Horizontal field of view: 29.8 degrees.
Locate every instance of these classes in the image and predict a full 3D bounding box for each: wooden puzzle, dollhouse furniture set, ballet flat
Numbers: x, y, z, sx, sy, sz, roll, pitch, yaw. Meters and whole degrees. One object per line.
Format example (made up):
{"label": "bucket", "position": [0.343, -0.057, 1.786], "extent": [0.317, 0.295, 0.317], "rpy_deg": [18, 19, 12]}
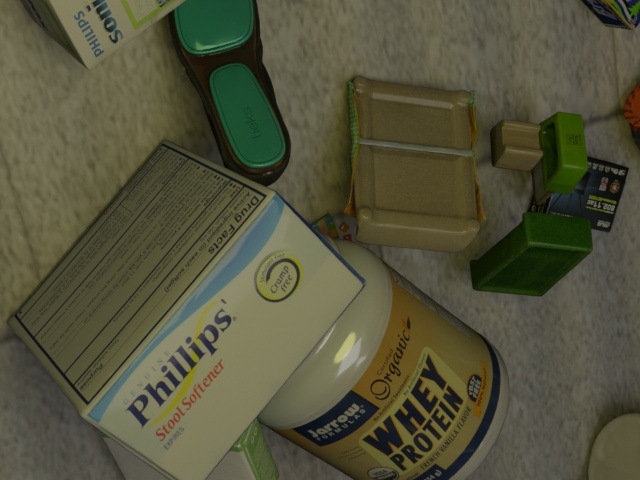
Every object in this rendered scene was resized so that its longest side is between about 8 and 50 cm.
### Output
{"label": "wooden puzzle", "position": [0.000, 0.000, 1.435], "extent": [0.083, 0.006, 0.049], "rpy_deg": [-32, 117, -17]}
{"label": "dollhouse furniture set", "position": [0.155, -0.061, 1.449], "extent": [0.302, 0.151, 0.197], "rpy_deg": [6, 66, -16]}
{"label": "ballet flat", "position": [-0.103, -0.181, 1.260], "extent": [0.095, 0.096, 0.280], "rpy_deg": [-10, 76, -12]}

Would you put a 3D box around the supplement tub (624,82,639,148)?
{"label": "supplement tub", "position": [0.494, -0.135, 1.604], "extent": [0.190, 0.117, 0.117], "rpy_deg": [39, 84, -31]}

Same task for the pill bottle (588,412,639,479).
{"label": "pill bottle", "position": [0.551, 0.341, 1.743], "extent": [0.302, 0.169, 0.169], "rpy_deg": [10, 99, -30]}

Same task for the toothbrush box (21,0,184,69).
{"label": "toothbrush box", "position": [-0.175, -0.336, 1.139], "extent": [0.283, 0.122, 0.206], "rpy_deg": [-38, 142, -13]}

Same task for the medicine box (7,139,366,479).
{"label": "medicine box", "position": [-0.144, 0.063, 1.207], "extent": [0.263, 0.289, 0.149], "rpy_deg": [-50, 121, -7]}

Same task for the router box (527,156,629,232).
{"label": "router box", "position": [0.340, -0.066, 1.584], "extent": [0.123, 0.038, 0.092], "rpy_deg": [10, 100, -31]}

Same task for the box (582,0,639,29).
{"label": "box", "position": [0.340, -0.333, 1.495], "extent": [0.169, 0.059, 0.054], "rpy_deg": [37, 86, -32]}

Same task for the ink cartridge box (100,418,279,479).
{"label": "ink cartridge box", "position": [-0.130, 0.277, 1.357], "extent": [0.056, 0.171, 0.235], "rpy_deg": [-69, 153, -42]}

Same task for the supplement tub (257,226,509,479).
{"label": "supplement tub", "position": [0.038, 0.139, 1.366], "extent": [0.316, 0.228, 0.228], "rpy_deg": [36, 85, -32]}
